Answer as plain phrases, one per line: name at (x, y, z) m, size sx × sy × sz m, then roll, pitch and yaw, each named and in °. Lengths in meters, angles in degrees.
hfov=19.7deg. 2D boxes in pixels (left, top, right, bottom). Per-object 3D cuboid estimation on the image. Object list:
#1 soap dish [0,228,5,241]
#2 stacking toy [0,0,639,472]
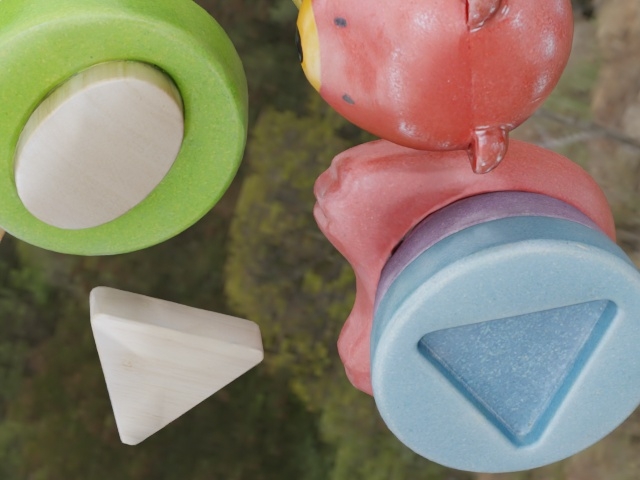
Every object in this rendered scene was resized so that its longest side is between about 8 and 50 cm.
soap dish at (-0.226, -0.156, 0.858) m, size 0.229 × 0.291 × 0.118 m, roll -61°, pitch -4°, yaw 26°
stacking toy at (0.000, 0.000, 0.774) m, size 0.279 × 0.309 × 0.130 m, roll -18°, pitch 38°, yaw 4°
